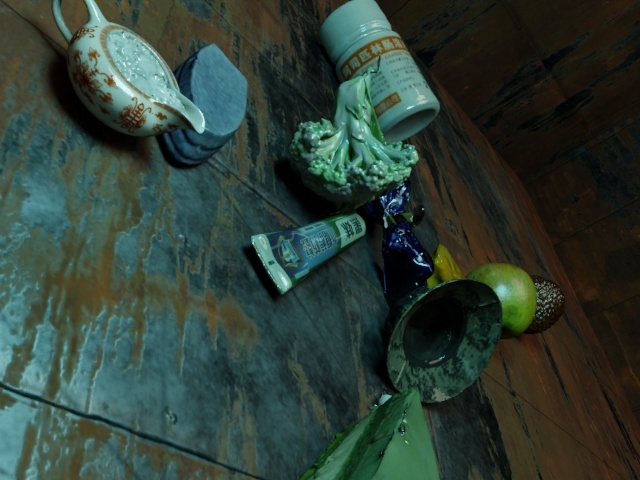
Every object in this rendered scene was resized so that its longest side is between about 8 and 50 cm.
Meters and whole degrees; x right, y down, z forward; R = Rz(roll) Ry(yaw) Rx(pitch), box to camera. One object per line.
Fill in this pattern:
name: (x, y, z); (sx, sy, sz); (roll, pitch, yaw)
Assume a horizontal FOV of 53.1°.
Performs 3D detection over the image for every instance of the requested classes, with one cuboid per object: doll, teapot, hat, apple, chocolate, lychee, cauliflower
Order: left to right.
teapot: (-0.262, -0.218, 0.834); (0.245, 0.116, 0.159); (51, 37, -19)
cauliflower: (0.055, -0.201, 1.224); (0.256, 0.239, 0.315); (-136, -128, -79)
chocolate: (0.159, -0.015, 1.325); (0.126, 0.148, 0.343); (37, 29, -37)
doll: (0.125, 0.279, 1.033); (0.085, 0.040, 0.058); (37, 21, -36)
hat: (0.193, 0.156, 1.158); (0.265, 0.265, 0.128); (34, 2, -40)
apple: (0.443, 0.154, 1.595); (0.196, 0.196, 0.196); (42, 28, -29)
lychee: (0.631, 0.190, 1.912); (0.194, 0.194, 0.194); (42, 28, -29)

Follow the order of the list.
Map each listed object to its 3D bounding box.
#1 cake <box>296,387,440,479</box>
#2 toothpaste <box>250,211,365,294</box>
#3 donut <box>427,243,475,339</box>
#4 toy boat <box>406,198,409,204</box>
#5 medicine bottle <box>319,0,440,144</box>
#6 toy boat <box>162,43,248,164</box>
cake: (0.075, 0.315, 0.766); (0.172, 0.158, 0.283); (59, 21, 2)
toothpaste: (0.000, 0.000, 1.109); (0.098, 0.061, 0.392); (60, 26, 2)
donut: (0.283, 0.133, 1.370); (0.253, 0.118, 0.253); (59, 17, -31)
toy boat: (0.178, -0.138, 1.617); (0.141, 0.060, 0.055); (24, 64, -42)
medicine bottle: (0.161, -0.472, 1.802); (0.211, 0.211, 0.371); (-3, 63, -62)
toy boat: (-0.184, -0.212, 1.010); (0.127, 0.078, 0.283); (47, 25, -27)
